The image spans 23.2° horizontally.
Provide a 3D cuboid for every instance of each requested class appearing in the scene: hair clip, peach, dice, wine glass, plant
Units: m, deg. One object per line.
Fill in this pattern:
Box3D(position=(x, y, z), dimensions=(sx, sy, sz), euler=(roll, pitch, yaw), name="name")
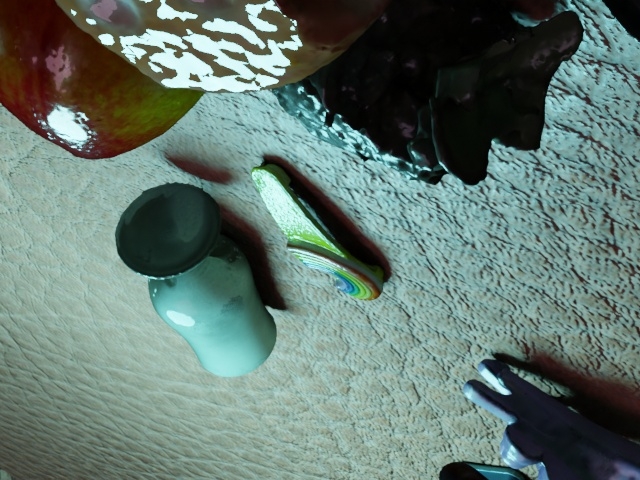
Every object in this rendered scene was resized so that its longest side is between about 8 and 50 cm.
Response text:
Box3D(position=(0.000, 0.000, 1.364), dimensions=(0.060, 0.033, 0.188), euler=(2, 144, 47), name="hair clip")
Box3D(position=(-0.153, -0.148, 1.061), dimensions=(0.197, 0.197, 0.197), euler=(25, 156, 12), name="peach")
Box3D(position=(-0.052, -0.194, 0.866), dimensions=(0.179, 0.174, 0.175), euler=(7, 146, 44), name="dice")
Box3D(position=(0.250, 0.203, 1.380), dimensions=(0.278, 0.137, 0.090), euler=(24, 120, 14), name="hair clip")
Box3D(position=(-0.112, 0.045, 1.501), dimensions=(0.103, 0.103, 0.231), euler=(19, 158, 24), name="wine glass")
Box3D(position=(0.057, -0.104, 0.953), dimensions=(0.203, 0.142, 0.131), euler=(14, 158, 44), name="plant")

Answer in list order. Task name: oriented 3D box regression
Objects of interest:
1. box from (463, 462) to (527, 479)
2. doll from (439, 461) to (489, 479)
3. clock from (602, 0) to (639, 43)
Box3D(position=(0.186, 0.283, 1.679), dimensions=(0.074, 0.054, 0.099), euler=(43, 153, -30), name="box")
Box3D(position=(0.257, 0.348, 1.496), dimensions=(0.318, 0.209, 0.340), euler=(56, -171, 27), name="doll")
Box3D(position=(0.227, -0.144, 0.803), dimensions=(0.184, 0.040, 0.184), euler=(25, 155, 12), name="clock")
